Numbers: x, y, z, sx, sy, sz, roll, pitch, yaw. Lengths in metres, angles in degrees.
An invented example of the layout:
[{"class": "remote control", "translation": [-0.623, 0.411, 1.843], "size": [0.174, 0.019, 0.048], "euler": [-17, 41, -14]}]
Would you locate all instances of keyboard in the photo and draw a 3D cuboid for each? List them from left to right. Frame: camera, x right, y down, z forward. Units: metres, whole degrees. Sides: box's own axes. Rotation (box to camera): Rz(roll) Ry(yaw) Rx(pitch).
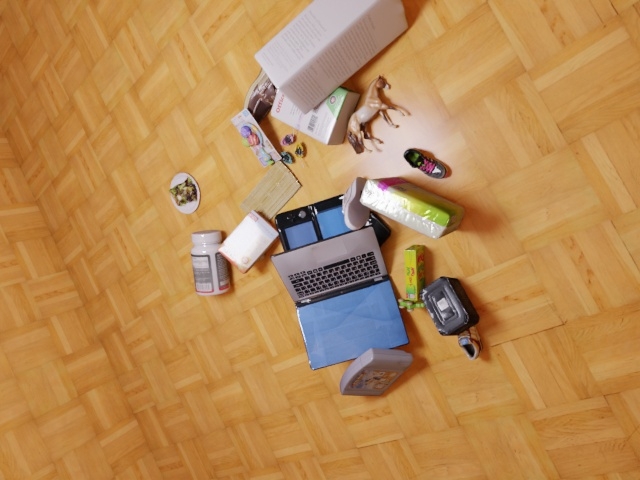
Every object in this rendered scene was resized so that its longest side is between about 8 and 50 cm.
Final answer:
[{"class": "keyboard", "translation": [0.116, 0.008, 1.768], "size": [0.201, 0.033, 0.317], "euler": [47, 120, 13]}]

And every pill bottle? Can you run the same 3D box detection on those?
[{"class": "pill bottle", "translation": [-0.511, 0.100, 2.097], "size": [0.161, 0.161, 0.283], "euler": [2, 102, 31]}]

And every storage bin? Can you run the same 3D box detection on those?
[{"class": "storage bin", "translation": [0.439, 0.224, 1.549], "size": [0.122, 0.084, 0.180], "euler": [-43, 55, 32]}]

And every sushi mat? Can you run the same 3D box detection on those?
[{"class": "sushi mat", "translation": [-0.217, -0.190, 1.933], "size": [0.316, 0.019, 0.151], "euler": [-43, 79, 32]}]

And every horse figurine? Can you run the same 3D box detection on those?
[{"class": "horse figurine", "translation": [0.176, -0.428, 1.610], "size": [0.174, 0.066, 0.263], "euler": [47, 118, 8]}]

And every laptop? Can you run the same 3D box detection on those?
[{"class": "laptop", "translation": [0.072, 0.212, 1.628], "size": [0.382, 0.236, 0.408], "euler": [-18, 129, 7]}]

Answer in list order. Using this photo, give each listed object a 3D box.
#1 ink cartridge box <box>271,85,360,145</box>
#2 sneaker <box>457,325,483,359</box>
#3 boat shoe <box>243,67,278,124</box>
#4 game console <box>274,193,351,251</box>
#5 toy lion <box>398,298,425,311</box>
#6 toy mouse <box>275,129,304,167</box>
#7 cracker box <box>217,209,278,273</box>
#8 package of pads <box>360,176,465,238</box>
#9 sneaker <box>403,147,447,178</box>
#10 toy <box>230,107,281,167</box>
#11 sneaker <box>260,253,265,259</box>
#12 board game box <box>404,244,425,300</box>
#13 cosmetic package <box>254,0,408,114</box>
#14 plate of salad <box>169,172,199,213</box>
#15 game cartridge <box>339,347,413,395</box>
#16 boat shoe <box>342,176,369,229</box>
[{"class": "ink cartridge box", "translation": [-0.022, -0.503, 1.682], "size": [0.278, 0.117, 0.201], "euler": [32, 116, 21]}, {"class": "sneaker", "translation": [0.503, 0.320, 1.569], "size": [0.069, 0.084, 0.185], "euler": [-29, 85, 33]}, {"class": "boat shoe", "translation": [-0.189, -0.582, 1.769], "size": [0.123, 0.123, 0.342], "euler": [40, 115, 16]}, {"class": "game console", "translation": [0.000, 0.000, 1.722], "size": [0.173, 0.250, 0.293], "euler": [-13, 95, 61]}, {"class": "toy lion", "translation": [0.347, 0.227, 1.650], "size": [0.100, 0.096, 0.034], "euler": [-169, 68, -72]}, {"class": "toy mouse", "translation": [-0.125, -0.368, 1.828], "size": [0.143, 0.031, 0.161], "euler": [0, 101, 31]}, {"class": "cracker box", "translation": [-0.302, 0.006, 1.934], "size": [0.156, 0.067, 0.232], "euler": [43, 93, 5]}, {"class": "package of pads", "translation": [0.311, -0.113, 1.502], "size": [0.296, 0.229, 0.101], "euler": [30, 112, 24]}, {"class": "sneaker", "translation": [0.348, -0.259, 1.536], "size": [0.170, 0.075, 0.063], "euler": [38, 118, 19]}, {"class": "toy", "translation": [-0.274, -0.400, 1.833], "size": [0.137, 0.056, 0.237], "euler": [-14, 120, 51]}, {"class": "sneaker", "translation": [-0.309, 0.016, 2.003], "size": [0.065, 0.076, 0.166], "euler": [-35, 82, 32]}, {"class": "board game box", "translation": [0.338, 0.113, 1.618], "size": [0.043, 0.092, 0.181], "euler": [3, 103, 32]}, {"class": "cosmetic package", "translation": [0.040, -0.644, 1.460], "size": [0.453, 0.230, 0.161], "euler": [-37, 73, 12]}, {"class": "plate of salad", "translation": [-0.661, -0.225, 2.181], "size": [0.200, 0.048, 0.200], "euler": [7, 104, 30]}, {"class": "game cartridge", "translation": [0.195, 0.507, 1.718], "size": [0.062, 0.198, 0.297], "euler": [-106, 32, -40]}, {"class": "boat shoe", "translation": [0.122, -0.120, 1.627], "size": [0.095, 0.258, 0.084], "euler": [35, 133, -15]}]
